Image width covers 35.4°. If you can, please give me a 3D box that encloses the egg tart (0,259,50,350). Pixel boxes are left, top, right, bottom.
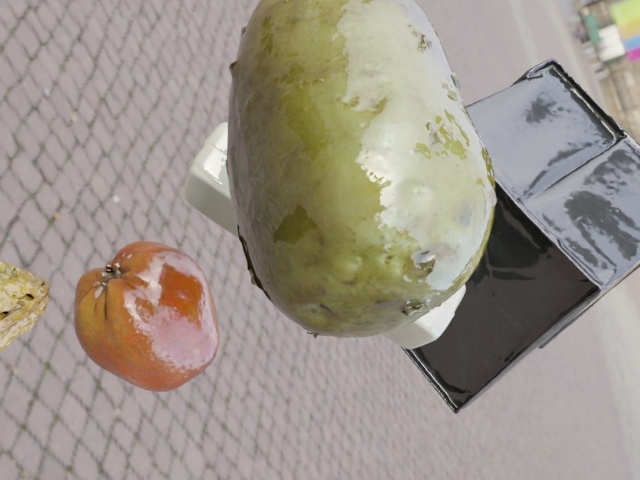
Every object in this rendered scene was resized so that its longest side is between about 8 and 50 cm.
[{"bbox_3d":[-0.275,0.048,0.673,0.191,0.191,0.074,-59,135,-67],"label":"egg tart"}]

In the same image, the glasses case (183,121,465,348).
[{"bbox_3d":[0.000,0.000,1.076,0.313,0.070,0.131,34,-17,-1],"label":"glasses case"}]

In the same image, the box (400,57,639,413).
[{"bbox_3d":[0.219,0.005,1.203,0.204,0.345,0.251,-29,72,-36],"label":"box"}]

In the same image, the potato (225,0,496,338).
[{"bbox_3d":[0.021,-0.070,0.743,0.210,0.173,0.307,120,-33,-54],"label":"potato"}]

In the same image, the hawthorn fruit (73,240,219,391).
[{"bbox_3d":[-0.209,0.096,1.229,0.189,0.189,0.189,55,24,-40],"label":"hawthorn fruit"}]
